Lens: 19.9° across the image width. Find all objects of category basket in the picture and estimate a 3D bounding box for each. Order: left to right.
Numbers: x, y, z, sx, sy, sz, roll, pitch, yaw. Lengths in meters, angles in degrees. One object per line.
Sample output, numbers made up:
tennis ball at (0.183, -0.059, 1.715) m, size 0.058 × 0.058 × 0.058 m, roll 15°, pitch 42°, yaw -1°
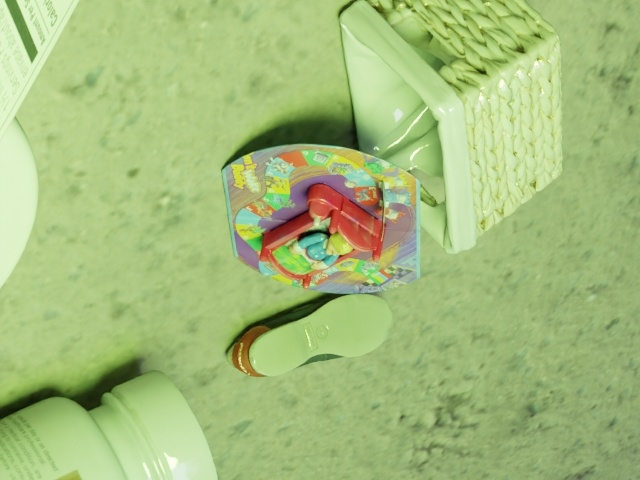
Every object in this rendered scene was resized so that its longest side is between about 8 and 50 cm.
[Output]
basket at (0.091, -0.092, 1.209) m, size 0.103 × 0.113 × 0.167 m, roll -33°, pitch 148°, yaw -15°

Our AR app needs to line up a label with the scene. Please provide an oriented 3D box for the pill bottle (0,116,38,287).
pill bottle at (-0.241, -0.086, 0.723) m, size 0.160 × 0.283 × 0.160 m, roll -26°, pitch 146°, yaw -19°

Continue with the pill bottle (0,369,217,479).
pill bottle at (-0.193, 0.182, 1.257) m, size 0.229 × 0.131 × 0.131 m, roll -25°, pitch 146°, yaw -20°

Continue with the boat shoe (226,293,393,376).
boat shoe at (-0.006, 0.072, 1.387) m, size 0.137 × 0.049 × 0.043 m, roll -18°, pitch -175°, yaw -32°

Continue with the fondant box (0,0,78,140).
fondant box at (-0.161, -0.185, 0.584) m, size 0.096 × 0.238 × 0.330 m, roll 78°, pitch 31°, yaw -56°

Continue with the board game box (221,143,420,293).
board game box at (0.000, 0.000, 1.235) m, size 0.133 × 0.033 × 0.169 m, roll 5°, pitch 144°, yaw 6°
